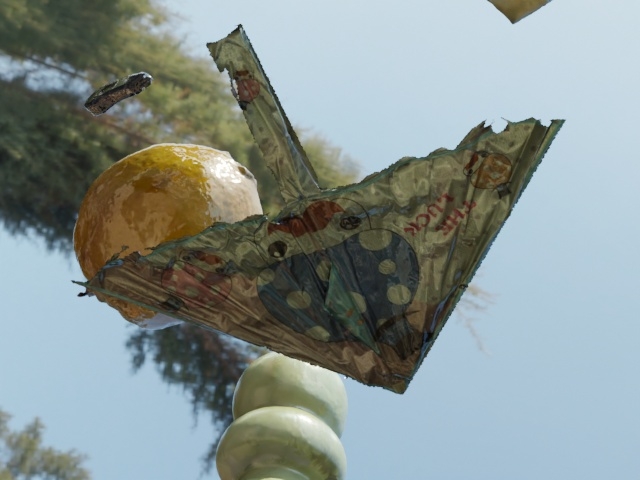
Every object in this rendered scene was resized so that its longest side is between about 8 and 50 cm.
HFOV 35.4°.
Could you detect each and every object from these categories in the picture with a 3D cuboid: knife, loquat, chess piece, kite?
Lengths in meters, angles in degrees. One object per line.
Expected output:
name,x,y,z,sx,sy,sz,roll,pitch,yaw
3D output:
knife,-0.197,-0.145,0.978,0.121,0.018,0.031,-7,-136,55
loquat,-0.169,-0.003,1.107,0.234,0.176,0.187,-36,-98,-5
chess piece,-0.047,0.259,1.062,0.182,0.182,0.330,-38,-153,32
kite,0.000,0.000,0.775,0.405,0.369,0.014,-19,-146,13

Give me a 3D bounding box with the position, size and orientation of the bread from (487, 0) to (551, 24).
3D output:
bread,0.097,-0.137,0.382,0.153,0.068,0.028,-27,-145,62
